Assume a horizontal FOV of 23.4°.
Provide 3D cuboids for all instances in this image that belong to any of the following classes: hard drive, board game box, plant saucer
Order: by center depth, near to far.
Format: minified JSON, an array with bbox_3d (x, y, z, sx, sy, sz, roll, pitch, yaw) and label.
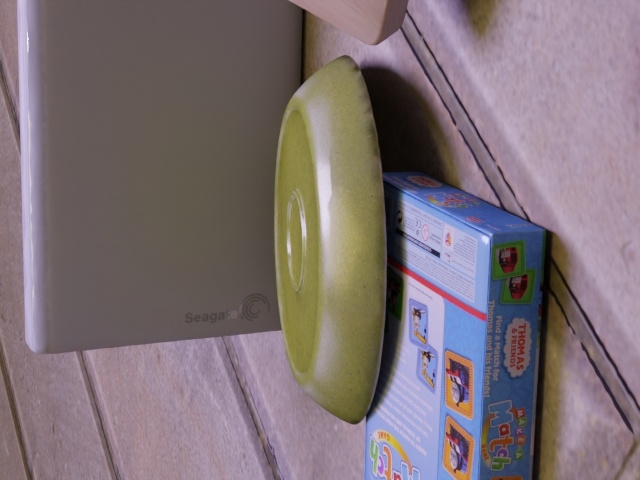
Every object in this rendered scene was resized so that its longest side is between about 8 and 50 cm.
[{"bbox_3d":[0.072,0.079,0.897,0.160,0.039,0.212,-147,56,-64],"label":"board game box"},{"bbox_3d":[0.000,0.000,1.006,0.241,0.037,0.241,179,90,-79],"label":"plant saucer"},{"bbox_3d":[-0.113,-0.077,1.112,0.040,0.203,0.308,-146,54,-63],"label":"hard drive"}]

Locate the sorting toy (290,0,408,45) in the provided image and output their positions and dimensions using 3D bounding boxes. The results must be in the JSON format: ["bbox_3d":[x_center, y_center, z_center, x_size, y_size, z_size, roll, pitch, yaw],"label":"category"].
[{"bbox_3d":[-0.022,-0.284,0.861,0.257,0.089,0.255,33,135,22],"label":"sorting toy"}]
